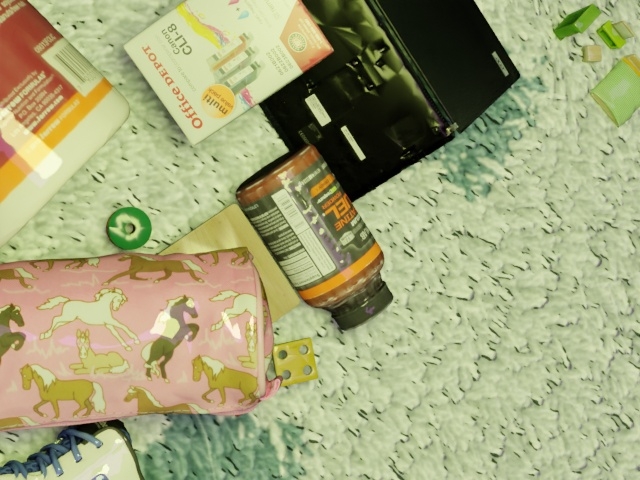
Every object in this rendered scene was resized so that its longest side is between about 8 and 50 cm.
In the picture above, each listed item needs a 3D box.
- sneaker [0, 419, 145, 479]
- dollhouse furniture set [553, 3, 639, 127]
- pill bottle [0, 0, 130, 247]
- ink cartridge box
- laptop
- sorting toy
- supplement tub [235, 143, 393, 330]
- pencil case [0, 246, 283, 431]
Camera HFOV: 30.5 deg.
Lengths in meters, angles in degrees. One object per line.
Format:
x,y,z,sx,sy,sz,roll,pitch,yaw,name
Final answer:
-0.286,0.253,1.197,0.316,0.127,0.182,23,80,-23,sneaker
0.354,-0.215,1.417,0.076,0.058,0.151,-45,102,-12,dollhouse furniture set
-0.392,-0.184,1.102,0.392,0.224,0.224,45,78,-12,pill bottle
-0.094,-0.200,1.221,0.176,0.127,0.128,-34,99,6,ink cartridge box
0.064,-0.206,1.352,0.264,0.136,0.234,-32,99,11,laptop
-0.109,0.058,1.281,0.132,0.046,0.274,-35,99,-14,sorting toy
0.000,0.000,1.285,0.106,0.106,0.198,-36,100,-14,supplement tub
-0.233,0.104,1.155,0.386,0.160,0.167,-6,125,-7,pencil case
